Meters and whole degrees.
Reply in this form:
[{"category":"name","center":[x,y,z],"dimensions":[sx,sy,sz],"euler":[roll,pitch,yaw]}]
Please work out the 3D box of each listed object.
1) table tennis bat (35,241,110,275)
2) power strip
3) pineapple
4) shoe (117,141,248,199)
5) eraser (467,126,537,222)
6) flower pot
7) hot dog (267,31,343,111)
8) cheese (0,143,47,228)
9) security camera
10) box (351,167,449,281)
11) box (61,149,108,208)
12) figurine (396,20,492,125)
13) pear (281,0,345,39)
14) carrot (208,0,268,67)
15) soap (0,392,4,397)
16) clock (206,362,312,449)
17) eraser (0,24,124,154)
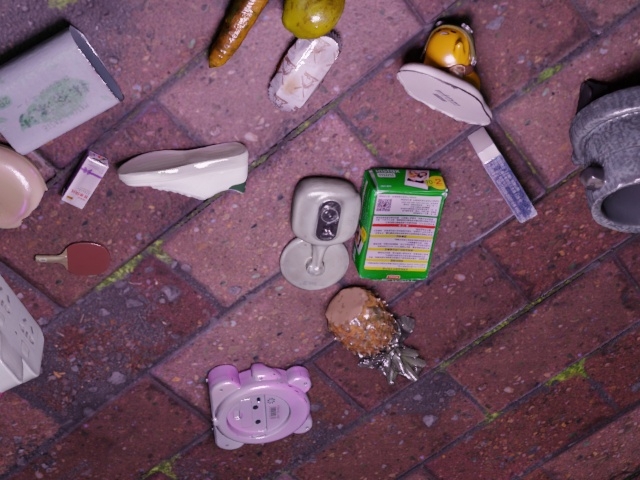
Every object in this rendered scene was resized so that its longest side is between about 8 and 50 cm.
[{"category":"table tennis bat","center":[-0.531,0.039,1.993],"dimensions":[0.156,0.013,0.087],"euler":[-1,125,-11]},{"category":"power strip","center":[-0.692,0.217,1.930],"dimensions":[0.141,0.261,0.229],"euler":[-24,124,5]},{"category":"pineapple","center":[0.143,0.227,2.166],"dimensions":[0.170,0.141,0.310],"euler":[-49,128,-8]},{"category":"shoe","center":[-0.271,-0.123,1.885],"dimensions":[0.265,0.095,0.110],"euler":[-10,124,-6]},{"category":"eraser","center":[0.390,-0.140,1.990],"dimensions":[0.046,0.092,0.212],"euler":[-32,121,12]},{"category":"flower pot","center":[0.642,-0.184,1.902],"dimensions":[0.299,0.283,0.299],"euler":[2,156,1]},{"category":"hot dog","center":[-0.034,-0.330,1.816],"dimensions":[0.099,0.053,0.192],"euler":[23,119,-21]},{"category":"cheese","center":[-0.681,-0.140,1.814],"dimensions":[0.286,0.082,0.163],"euler":[34,111,-24]},{"category":"security camera","center":[0.000,0.000,2.024],"dimensions":[0.157,0.080,0.301],"euler":[2,125,-12]},{"category":"box","center":[0.170,-0.033,2.014],"dimensions":[0.180,0.103,0.250],"euler":[3,121,-11]},{"category":"box","center":[-0.478,-0.124,1.882],"dimensions":[0.050,0.036,0.117],"euler":[28,115,-25]},{"category":"figurine","center":[0.268,-0.341,1.848],"dimensions":[0.250,0.166,0.141],"euler":[29,77,-51]},{"category":"pear","center":[-0.011,-0.433,1.722],"dimensions":[0.131,0.107,0.107],"euler":[-37,121,18]},{"category":"carrot","center":[-0.124,-0.445,1.720],"dimensions":[0.066,0.066,0.314],"euler":[24,117,-23]},{"category":"soap","center":[-0.800,0.244,1.953],"dimensions":[0.127,0.220,0.325],"euler":[-16,117,13]},{"category":"clock","center":[-0.145,0.398,2.247],"dimensions":[0.248,0.090,0.228],"euler":[-6,124,-8]},{"category":"eraser","center":[-0.513,-0.279,1.749],"dimensions":[0.227,0.081,0.174],"euler":[-27,123,7]}]
